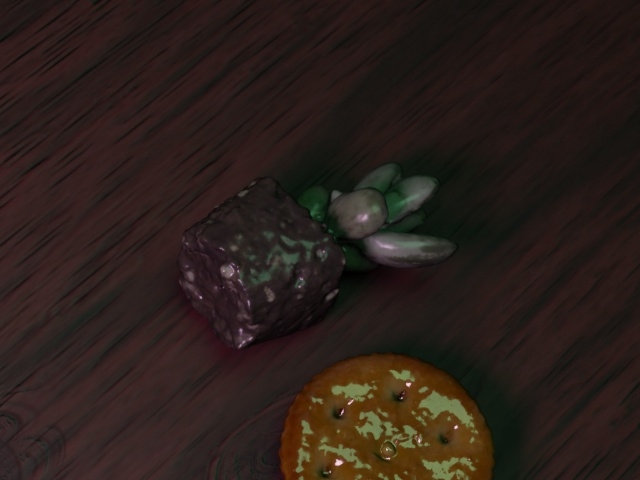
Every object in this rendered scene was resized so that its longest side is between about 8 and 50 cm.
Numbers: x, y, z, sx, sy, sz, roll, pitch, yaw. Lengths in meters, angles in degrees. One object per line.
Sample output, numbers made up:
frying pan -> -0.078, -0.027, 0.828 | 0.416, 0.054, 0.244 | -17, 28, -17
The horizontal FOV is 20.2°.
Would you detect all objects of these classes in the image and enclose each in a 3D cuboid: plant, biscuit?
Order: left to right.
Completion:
plant -> -0.002, -0.001, 1.805 | 0.274, 0.149, 0.146 | -21, 72, -24
biscuit -> 0.065, 0.215, 1.767 | 0.220, 0.066, 0.220 | 4, 65, -7
